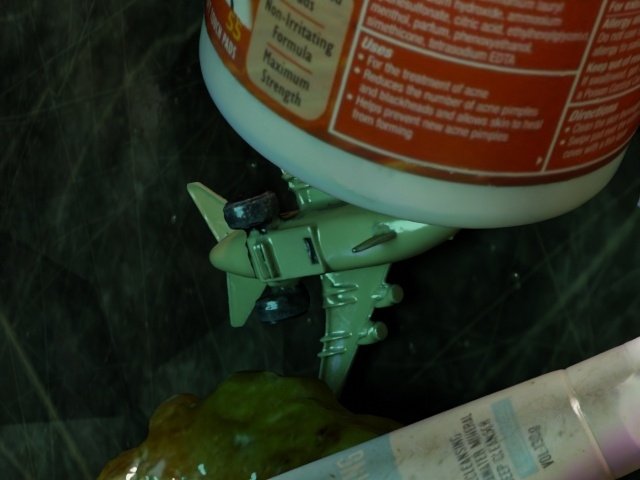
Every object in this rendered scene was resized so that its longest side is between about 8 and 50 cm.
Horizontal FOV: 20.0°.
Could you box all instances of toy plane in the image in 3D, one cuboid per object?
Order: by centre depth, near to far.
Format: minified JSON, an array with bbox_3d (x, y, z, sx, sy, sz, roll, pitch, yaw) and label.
[{"bbox_3d":[0.000,0.000,1.215,0.244,0.092,0.229,-7,103,52],"label":"toy plane"}]

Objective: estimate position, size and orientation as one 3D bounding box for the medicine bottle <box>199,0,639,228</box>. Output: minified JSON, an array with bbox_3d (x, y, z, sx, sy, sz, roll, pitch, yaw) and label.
[{"bbox_3d":[0.077,-0.168,0.963,0.252,0.253,0.240,48,136,36],"label":"medicine bottle"}]

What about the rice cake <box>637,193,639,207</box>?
[{"bbox_3d":[0.256,-0.090,0.946,0.189,0.037,0.198,20,107,47],"label":"rice cake"}]

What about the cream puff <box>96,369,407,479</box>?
[{"bbox_3d":[-0.037,0.224,1.192,0.282,0.185,0.281,-21,42,20],"label":"cream puff"}]

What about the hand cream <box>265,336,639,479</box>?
[{"bbox_3d":[0.053,0.144,1.037,0.312,0.070,0.111,-25,64,6],"label":"hand cream"}]
